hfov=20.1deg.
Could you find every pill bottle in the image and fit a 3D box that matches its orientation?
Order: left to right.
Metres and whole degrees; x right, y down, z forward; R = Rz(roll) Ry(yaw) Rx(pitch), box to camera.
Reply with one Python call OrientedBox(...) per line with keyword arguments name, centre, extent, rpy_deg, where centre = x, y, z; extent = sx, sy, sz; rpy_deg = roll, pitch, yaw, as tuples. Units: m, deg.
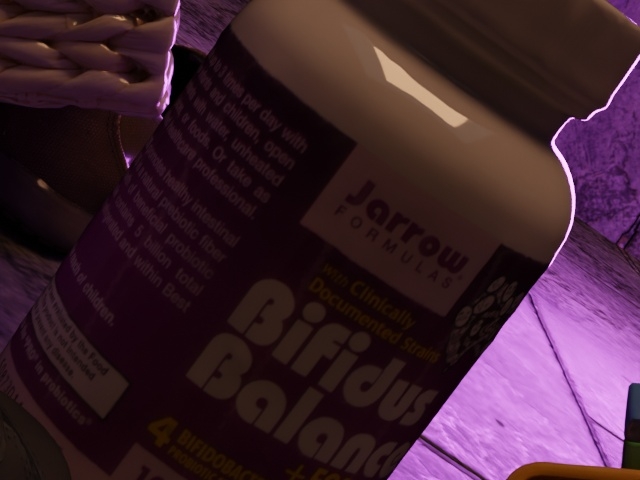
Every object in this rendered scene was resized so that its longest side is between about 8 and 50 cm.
OrientedBox(name="pill bottle", centre=(0.000, 0.000, 0.765), extent=(0.169, 0.301, 0.169), rpy_deg=(34, 11, -7))

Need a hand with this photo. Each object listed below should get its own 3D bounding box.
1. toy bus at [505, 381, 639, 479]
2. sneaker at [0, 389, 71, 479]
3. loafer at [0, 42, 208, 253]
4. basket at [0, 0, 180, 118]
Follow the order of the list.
OrientedBox(name="toy bus", centre=(0.119, 0.180, 0.875), extent=(0.104, 0.202, 0.191), rpy_deg=(6, 17, 6))
OrientedBox(name="sneaker", centre=(-0.163, 0.042, 0.565), extent=(0.126, 0.127, 0.321), rpy_deg=(40, 10, 27))
OrientedBox(name="loafer", centre=(-0.091, -0.057, 1.193), extent=(0.134, 0.130, 0.366), rpy_deg=(39, 11, 14))
OrientedBox(name="basket", centre=(-0.213, -0.236, 0.935), extent=(0.331, 0.266, 0.328), rpy_deg=(5, 17, -8))
